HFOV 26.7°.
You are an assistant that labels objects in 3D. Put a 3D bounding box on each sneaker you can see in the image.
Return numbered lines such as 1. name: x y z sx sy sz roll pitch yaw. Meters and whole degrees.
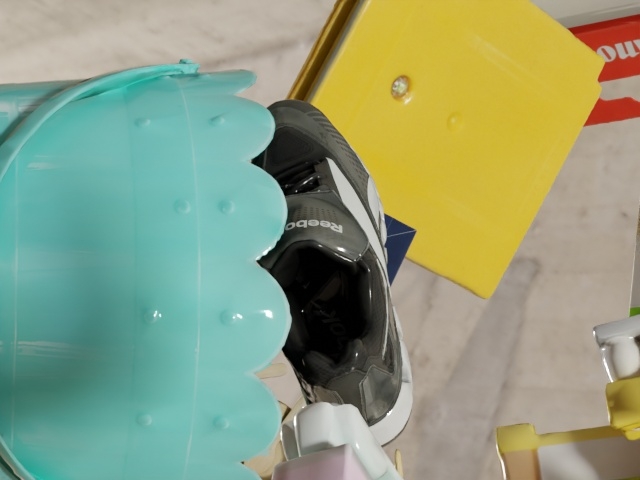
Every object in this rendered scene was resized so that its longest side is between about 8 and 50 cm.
1. sneaker: 0.000 0.000 0.791 0.078 0.106 0.234 -16 -119 5

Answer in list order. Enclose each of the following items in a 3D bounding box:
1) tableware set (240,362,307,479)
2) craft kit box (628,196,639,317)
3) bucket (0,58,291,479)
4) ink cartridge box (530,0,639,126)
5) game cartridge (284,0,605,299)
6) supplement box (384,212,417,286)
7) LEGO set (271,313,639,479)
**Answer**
1. tableware set: -0.083 0.163 0.971 0.039 0.194 0.128 -30 -108 56
2. craft kit box: 0.409 0.025 1.256 0.246 0.061 0.250 -6 -109 46
3. bucket: -0.134 0.031 0.802 0.281 0.183 0.281 180 -90 -76
4. ink cartridge box: 0.309 -0.267 1.514 0.308 0.385 0.091 -8 -141 32
5. game cartridge: 0.119 -0.122 1.334 0.052 0.323 0.285 30 -88 51
6. supplement box: 0.015 0.030 0.927 0.083 0.056 0.083 -62 180 -35
7. LEGO set: 0.132 0.063 0.329 0.287 0.132 0.107 -26 -139 24
